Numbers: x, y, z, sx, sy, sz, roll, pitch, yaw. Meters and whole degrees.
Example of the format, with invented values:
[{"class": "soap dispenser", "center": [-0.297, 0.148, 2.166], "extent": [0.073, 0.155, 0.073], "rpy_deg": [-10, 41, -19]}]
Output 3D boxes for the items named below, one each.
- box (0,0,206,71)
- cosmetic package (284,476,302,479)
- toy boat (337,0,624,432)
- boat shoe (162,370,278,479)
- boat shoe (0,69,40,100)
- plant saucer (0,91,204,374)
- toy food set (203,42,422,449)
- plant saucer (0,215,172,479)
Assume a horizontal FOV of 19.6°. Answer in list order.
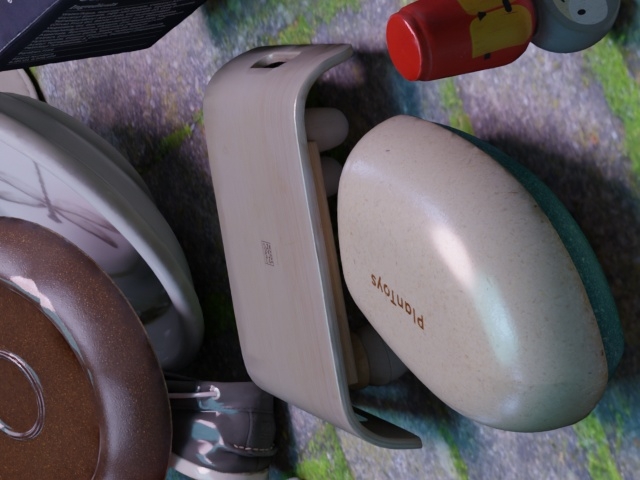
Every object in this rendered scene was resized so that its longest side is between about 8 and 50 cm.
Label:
[{"class": "box", "center": [-0.174, -0.349, 1.401], "extent": [0.312, 0.179, 0.343], "rpy_deg": [-29, 79, 49]}, {"class": "cosmetic package", "center": [-0.227, 0.356, 1.592], "extent": [0.230, 0.453, 0.161], "rpy_deg": [-26, 82, 58]}, {"class": "toy boat", "center": [0.118, -0.033, 1.186], "extent": [0.267, 0.148, 0.318], "rpy_deg": [46, 147, 45]}, {"class": "boat shoe", "center": [-0.171, 0.136, 1.706], "extent": [0.335, 0.112, 0.095], "rpy_deg": [16, 98, 35]}, {"class": "boat shoe", "center": [-0.338, -0.162, 1.934], "extent": [0.206, 0.075, 0.065], "rpy_deg": [50, -175, 26]}, {"class": "plant saucer", "center": [-0.263, -0.032, 1.715], "extent": [0.400, 0.100, 0.400], "rpy_deg": [25, 153, 14]}, {"class": "toy food set", "center": [0.000, 0.000, 1.438], "extent": [0.220, 0.092, 0.306], "rpy_deg": [-165, 64, -68]}, {"class": "plant saucer", "center": [-0.266, 0.132, 1.665], "extent": [0.311, 0.050, 0.310], "rpy_deg": [17, 120, 33]}]
